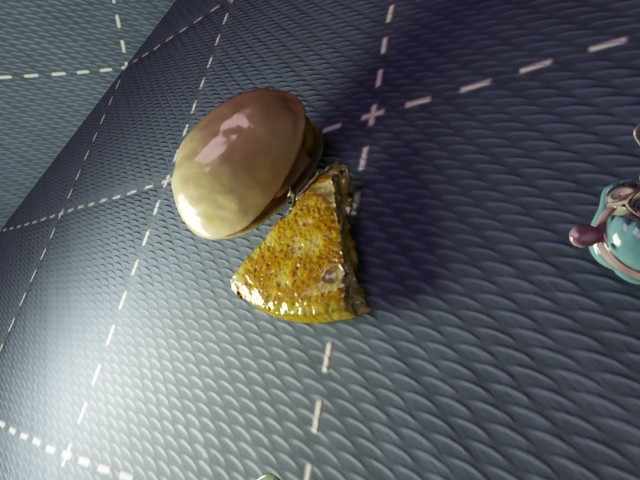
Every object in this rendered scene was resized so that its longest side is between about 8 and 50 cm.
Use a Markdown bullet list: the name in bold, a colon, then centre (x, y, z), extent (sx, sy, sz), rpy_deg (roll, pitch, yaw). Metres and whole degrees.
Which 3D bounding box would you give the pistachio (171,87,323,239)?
- **pistachio**: centre (-0.141, -0.138, 0.888), extent (0.309, 0.230, 0.229), rpy_deg (-38, 45, 4)

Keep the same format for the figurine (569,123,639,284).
- **figurine**: centre (0.387, -0.051, 0.458), extent (0.205, 0.103, 0.260), rpy_deg (39, 94, 11)

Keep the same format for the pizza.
- **pizza**: centre (0.000, 0.000, 0.785), extent (0.280, 0.075, 0.287), rpy_deg (13, 74, 41)

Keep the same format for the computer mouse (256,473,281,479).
- **computer mouse**: centre (-0.056, 0.374, 0.640), extent (0.056, 0.032, 0.110), rpy_deg (-38, 56, 21)
